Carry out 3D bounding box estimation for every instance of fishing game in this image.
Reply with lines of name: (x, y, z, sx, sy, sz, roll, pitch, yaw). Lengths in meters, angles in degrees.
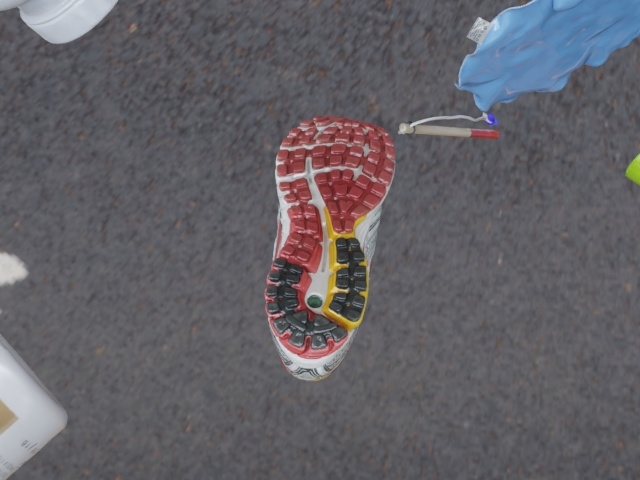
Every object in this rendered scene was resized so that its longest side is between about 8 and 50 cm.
fishing game: (0.177, -0.161, 0.906, 0.264, 0.189, 0.041, -40, 67, 35)

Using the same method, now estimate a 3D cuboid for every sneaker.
sneaker: (0.000, 0.000, 0.895, 0.088, 0.225, 0.093, 12, 146, 4)

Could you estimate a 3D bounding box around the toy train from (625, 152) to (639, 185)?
toy train: (0.318, -0.030, 1.037, 0.143, 0.248, 0.105, 45, 144, 16)

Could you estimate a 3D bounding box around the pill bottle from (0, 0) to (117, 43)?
pill bottle: (-0.196, -0.197, 0.688, 0.103, 0.103, 0.184, -26, 134, 24)

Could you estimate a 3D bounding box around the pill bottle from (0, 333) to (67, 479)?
pill bottle: (-0.287, 0.143, 0.768, 0.229, 0.131, 0.131, -42, 105, -13)
